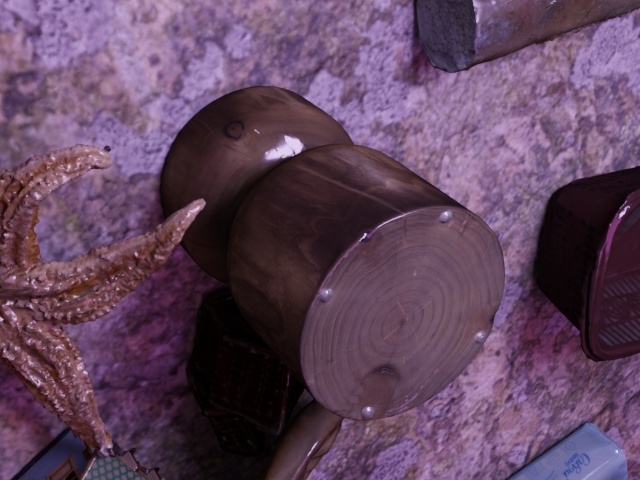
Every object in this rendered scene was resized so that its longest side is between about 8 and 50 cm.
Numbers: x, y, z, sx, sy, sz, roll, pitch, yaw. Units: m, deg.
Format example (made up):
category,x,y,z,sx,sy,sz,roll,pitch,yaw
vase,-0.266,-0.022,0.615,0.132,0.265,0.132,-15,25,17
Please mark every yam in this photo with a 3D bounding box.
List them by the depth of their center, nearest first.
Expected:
category,x,y,z,sx,sy,sz,roll,pitch,yaw
yam,0.216,-0.239,0.890,0.259,0.106,0.106,-23,126,-20

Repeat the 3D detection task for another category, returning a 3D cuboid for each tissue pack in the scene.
category,x,y,z,sx,sy,sz,roll,pitch,yaw
tissue pack,0.299,0.387,1.309,0.263,0.089,0.177,-30,130,-14

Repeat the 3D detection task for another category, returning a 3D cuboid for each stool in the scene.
category,x,y,z,sx,sy,sz,roll,pitch,yaw
stool,0.000,0.000,0.783,0.179,0.264,0.179,-15,124,-24

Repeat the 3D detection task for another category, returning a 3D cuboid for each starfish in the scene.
category,x,y,z,sx,sy,sz,roll,pitch,yaw
starfish,-0.241,0.062,0.781,0.299,0.060,0.302,-5,119,-13

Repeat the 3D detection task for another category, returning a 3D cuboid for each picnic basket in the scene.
category,x,y,z,sx,sy,sz,roll,pitch,yaw
picnic basket,0.380,0.000,1.114,0.297,0.129,0.222,-12,120,-27

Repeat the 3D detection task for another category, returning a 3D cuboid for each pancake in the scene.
category,x,y,z,sx,sy,sz,roll,pitch,yaw
pancake,-0.048,0.253,0.934,0.294,0.050,0.294,-58,173,-12

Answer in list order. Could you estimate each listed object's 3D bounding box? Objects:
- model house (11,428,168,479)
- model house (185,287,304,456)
category,x,y,z,sx,sy,sz,roll,pitch,yaw
model house,-0.228,0.330,0.864,0.271,0.206,0.178,-41,130,-7
model house,-0.054,0.127,0.899,0.106,0.152,0.165,-1,115,-25
